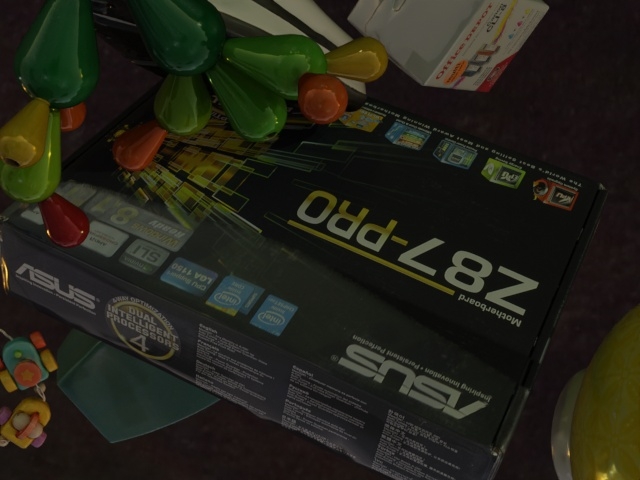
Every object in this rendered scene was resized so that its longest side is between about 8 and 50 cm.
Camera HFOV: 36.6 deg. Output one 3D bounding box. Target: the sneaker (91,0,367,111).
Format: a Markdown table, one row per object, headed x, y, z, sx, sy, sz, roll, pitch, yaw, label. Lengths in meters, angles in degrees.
| x | y | z | sx | sy | sz | roll | pitch | yaw | label |
| --- | --- | --- | --- | --- | --- | --- | --- | --- | --- |
| -0.083 | -0.256 | 0.643 | 0.169 | 0.257 | 0.448 | 10 | 173 | 36 | sneaker |

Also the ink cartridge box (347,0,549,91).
| x | y | z | sx | sy | sz | roll | pitch | yaw | label |
| --- | --- | --- | --- | --- | --- | --- | --- | --- | --- |
| 0.145 | -0.255 | 1.089 | 0.127 | 0.176 | 0.128 | 46 | 117 | 21 | ink cartridge box |

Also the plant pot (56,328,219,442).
| x | y | z | sx | sy | sz | roll | pitch | yaw | label |
| --- | --- | --- | --- | --- | --- | --- | --- | --- | --- |
| -0.191 | 0.121 | 1.169 | 0.234 | 0.165 | 0.165 | -37 | 112 | -1 | plant pot |

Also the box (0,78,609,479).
| x | y | z | sx | sy | sz | roll | pitch | yaw | label |
| --- | --- | --- | --- | --- | --- | --- | --- | --- | --- |
| 0.000 | 0.000 | 0.783 | 0.395 | 0.318 | 0.097 | 24 | 136 | 14 | box |

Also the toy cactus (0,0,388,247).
| x | y | z | sx | sy | sz | roll | pitch | yaw | label |
| --- | --- | --- | --- | --- | --- | --- | --- | --- | --- |
| -0.078 | -0.101 | 0.419 | 0.219 | 0.112 | 0.180 | -31 | 122 | 16 | toy cactus |

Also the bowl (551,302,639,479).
| x | y | z | sx | sy | sz | roll | pitch | yaw | label |
| --- | --- | --- | --- | --- | --- | --- | --- | --- | --- |
| 0.279 | 0.163 | 0.765 | 0.156 | 0.289 | 0.289 | -3 | 141 | 48 | bowl |

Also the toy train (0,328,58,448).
| x | y | z | sx | sy | sz | roll | pitch | yaw | label |
| --- | --- | --- | --- | --- | --- | --- | --- | --- | --- |
| -0.343 | 0.171 | 1.015 | 0.125 | 0.046 | 0.166 | 12 | 98 | -21 | toy train |
